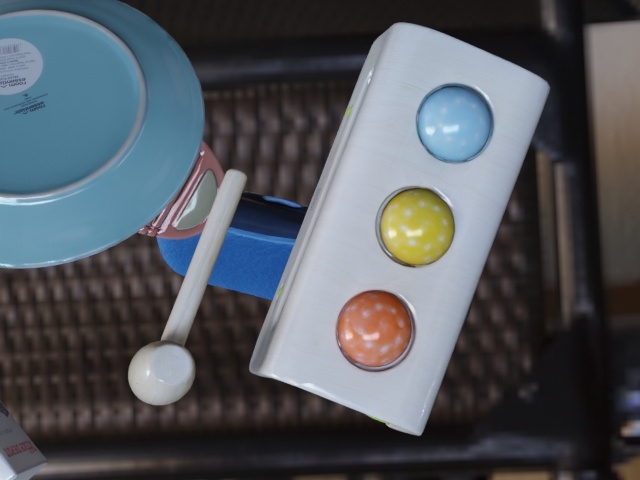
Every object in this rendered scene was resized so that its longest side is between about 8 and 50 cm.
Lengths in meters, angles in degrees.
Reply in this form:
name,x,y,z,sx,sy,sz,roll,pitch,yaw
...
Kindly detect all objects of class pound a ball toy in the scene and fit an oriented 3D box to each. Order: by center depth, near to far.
name,x,y,z,sx,sy,sz,roll,pitch,yaw
pound a ball toy,0.015,-0.001,1.374,0.208,0.319,0.136,23,173,-10

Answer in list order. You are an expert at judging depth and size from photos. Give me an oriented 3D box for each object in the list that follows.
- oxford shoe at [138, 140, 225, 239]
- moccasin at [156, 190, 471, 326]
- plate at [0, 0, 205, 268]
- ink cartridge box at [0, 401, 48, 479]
name,x,y,z,sx,sy,sz,roll,pitch,yaw
oxford shoe,-0.261,-0.134,1.799,0.397,0.140,0.146,33,-176,-3
moccasin,0.000,0.000,1.944,0.342,0.138,0.117,20,-134,15
plate,-0.157,-0.070,1.039,0.188,0.188,0.024,-3,149,0
ink cartridge box,-0.388,0.164,1.873,0.100,0.237,0.172,-39,177,1
